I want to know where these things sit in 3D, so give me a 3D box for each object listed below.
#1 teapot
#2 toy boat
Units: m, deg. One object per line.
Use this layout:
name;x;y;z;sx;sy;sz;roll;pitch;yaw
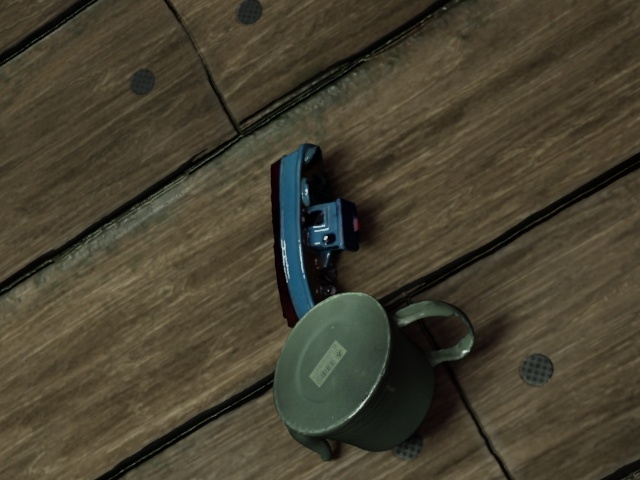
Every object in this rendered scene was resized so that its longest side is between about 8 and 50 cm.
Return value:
teapot;0.063;0.152;1.118;0.239;0.149;0.162;-44;37;14
toy boat;0.000;0.000;1.191;0.097;0.100;0.223;-8;81;21
